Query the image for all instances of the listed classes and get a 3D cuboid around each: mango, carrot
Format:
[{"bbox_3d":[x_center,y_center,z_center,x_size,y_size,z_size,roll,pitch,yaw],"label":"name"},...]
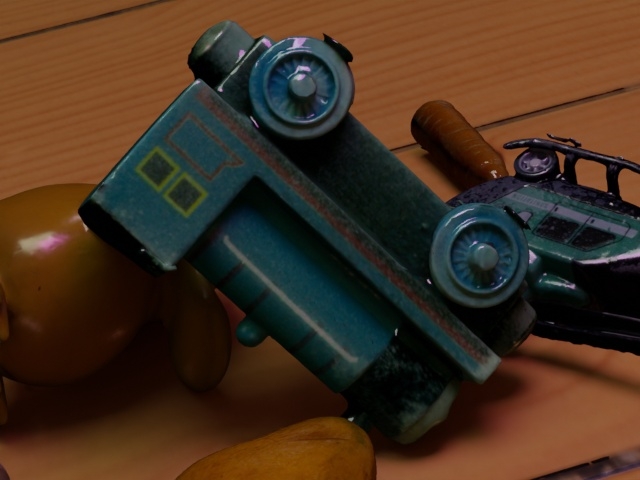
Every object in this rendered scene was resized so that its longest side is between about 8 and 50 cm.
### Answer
[{"bbox_3d":[-0.028,0.166,1.122,0.165,0.089,0.115,-21,22,-26],"label":"mango"},{"bbox_3d":[0.121,-0.070,1.529,0.048,0.048,0.139,-17,33,-13],"label":"carrot"}]

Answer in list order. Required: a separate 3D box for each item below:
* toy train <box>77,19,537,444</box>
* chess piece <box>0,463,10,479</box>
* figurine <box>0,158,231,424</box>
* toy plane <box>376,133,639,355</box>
[{"bbox_3d":[0.000,0.000,1.213,0.194,0.298,0.120,-49,8,-9],"label":"toy train"},{"bbox_3d":[-0.357,0.143,1.226,0.307,0.124,0.139,21,68,41],"label":"chess piece"},{"bbox_3d":[-0.160,0.020,1.321,0.228,0.215,0.215,-2,27,-15],"label":"figurine"},{"bbox_3d":[0.121,0.001,1.357,0.381,0.106,0.155,19,52,32],"label":"toy plane"}]
